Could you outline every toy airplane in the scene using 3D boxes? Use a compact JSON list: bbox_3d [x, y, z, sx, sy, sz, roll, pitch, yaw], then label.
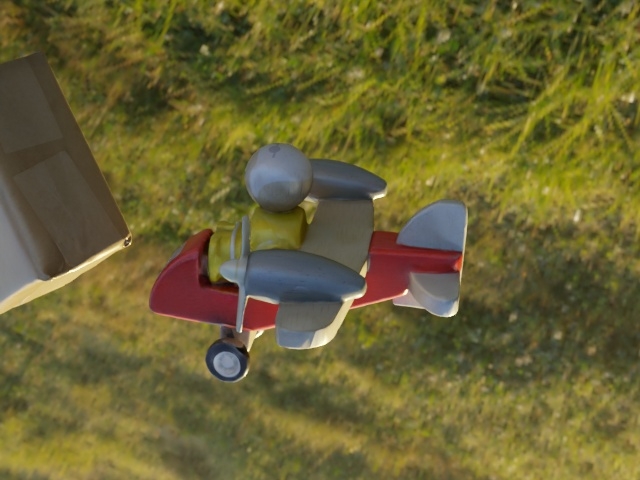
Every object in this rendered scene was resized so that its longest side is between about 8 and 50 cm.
[{"bbox_3d":[0.000,0.000,1.367,0.386,0.384,0.273,11,125,56],"label":"toy airplane"}]

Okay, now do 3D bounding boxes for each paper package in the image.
[{"bbox_3d":[-0.470,-0.077,1.645,0.309,0.168,0.325,-26,90,55],"label":"paper package"}]
